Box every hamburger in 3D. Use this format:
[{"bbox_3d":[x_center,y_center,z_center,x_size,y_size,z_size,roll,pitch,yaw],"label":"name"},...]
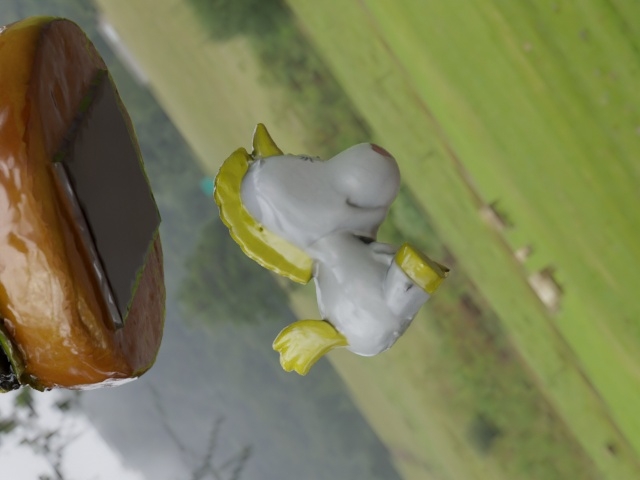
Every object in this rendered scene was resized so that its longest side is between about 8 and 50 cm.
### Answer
[{"bbox_3d":[-0.242,-0.006,1.260,0.291,0.225,0.291,-10,-90,-81],"label":"hamburger"}]

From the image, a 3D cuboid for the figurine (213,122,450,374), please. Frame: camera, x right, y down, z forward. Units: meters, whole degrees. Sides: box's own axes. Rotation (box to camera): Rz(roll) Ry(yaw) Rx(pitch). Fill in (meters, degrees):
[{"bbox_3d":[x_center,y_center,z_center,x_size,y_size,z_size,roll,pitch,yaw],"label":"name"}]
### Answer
[{"bbox_3d":[0.006,-0.005,1.232,0.178,0.130,0.109,66,166,5],"label":"figurine"}]
